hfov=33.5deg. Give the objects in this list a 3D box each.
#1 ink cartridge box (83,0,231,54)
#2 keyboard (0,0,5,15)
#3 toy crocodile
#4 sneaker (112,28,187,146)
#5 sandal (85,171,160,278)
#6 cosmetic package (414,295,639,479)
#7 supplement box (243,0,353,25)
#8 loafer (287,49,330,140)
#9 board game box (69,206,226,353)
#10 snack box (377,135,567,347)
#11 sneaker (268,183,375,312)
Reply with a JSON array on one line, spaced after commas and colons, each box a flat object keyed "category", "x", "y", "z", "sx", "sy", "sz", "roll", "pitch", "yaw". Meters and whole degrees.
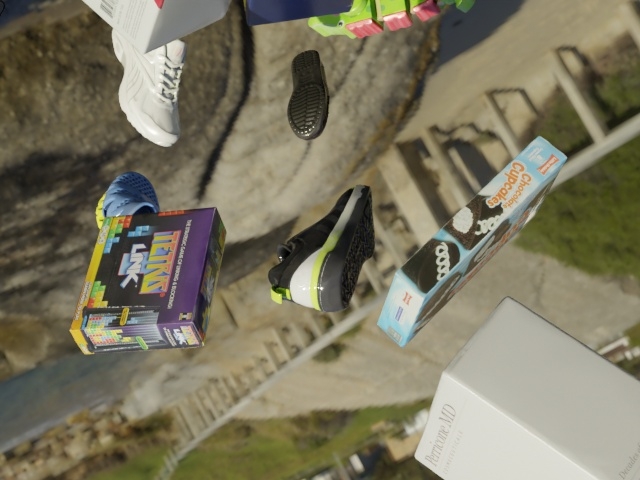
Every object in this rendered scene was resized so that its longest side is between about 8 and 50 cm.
[{"category": "ink cartridge box", "x": -0.175, "y": -0.297, "z": 1.031, "sx": 0.127, "sy": 0.176, "sz": 0.128, "roll": -38, "pitch": 166, "yaw": -43}, {"category": "keyboard", "x": -0.522, "y": -0.355, "z": 1.696, "sx": 0.038, "sy": 0.192, "sz": 0.100, "roll": 3, "pitch": -158, "yaw": -21}, {"category": "toy crocodile", "x": 0.138, "y": -0.457, "z": 2.084, "sx": 0.340, "sy": 0.105, "sz": 0.115, "roll": -11, "pitch": 165, "yaw": 22}, {"category": "sneaker", "x": -0.251, "y": -0.261, "z": 1.644, "sx": 0.115, "sy": 0.232, "sz": 0.090, "roll": -26, "pitch": 163, "yaw": 34}, {"category": "sandal", "x": -0.318, "y": -0.019, "z": 1.842, "sx": 0.126, "sy": 0.317, "sz": 0.138, "roll": 22, "pitch": 125, "yaw": -24}, {"category": "cosmetic package", "x": 0.357, "y": 0.297, "z": 1.312, "sx": 0.161, "sy": 0.453, "sz": 0.230, "roll": -43, "pitch": 156, "yaw": -32}, {"category": "supplement box", "x": -0.057, "y": -0.574, "z": 1.812, "sx": 0.195, "sy": 0.357, "sz": 0.194, "roll": -10, "pitch": 177, "yaw": -6}, {"category": "loafer", "x": -0.011, "y": -0.273, "z": 2.060, "sx": 0.080, "sy": 0.220, "sz": 0.078, "roll": -14, "pitch": 140, "yaw": 21}, {"category": "board game box", "x": -0.188, "y": 0.043, "z": 1.184, "sx": 0.141, "sy": 0.170, "sz": 0.048, "roll": -6, "pitch": 137, "yaw": 13}, {"category": "snack box", "x": 0.220, "y": 0.003, "z": 1.561, "sx": 0.322, "sy": 0.060, "sz": 0.187, "roll": -42, "pitch": 164, "yaw": -22}, {"category": "sneaker", "x": 0.000, "y": 0.000, "z": 1.189, "sx": 0.097, "sy": 0.084, "sz": 0.235, "roll": 2, "pitch": -155, "yaw": 15}]
